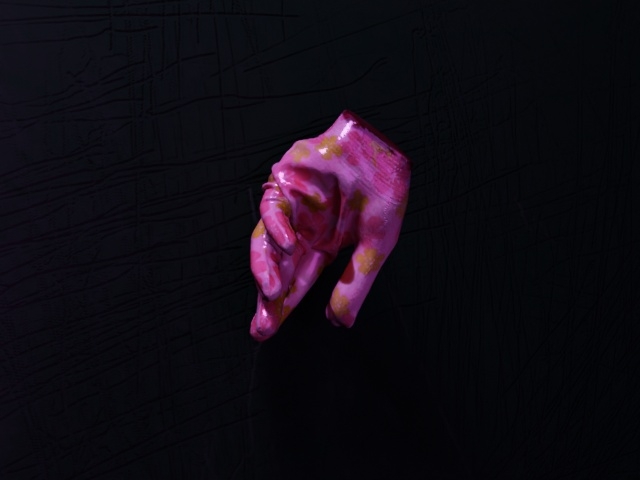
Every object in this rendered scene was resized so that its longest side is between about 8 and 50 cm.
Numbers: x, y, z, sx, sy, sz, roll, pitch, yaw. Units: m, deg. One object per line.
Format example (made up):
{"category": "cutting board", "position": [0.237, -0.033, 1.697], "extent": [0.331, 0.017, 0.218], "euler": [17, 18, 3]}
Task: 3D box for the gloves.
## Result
{"category": "gloves", "position": [-0.006, -0.006, 1.393], "extent": [0.145, 0.126, 0.241], "euler": [29, 103, -43]}
